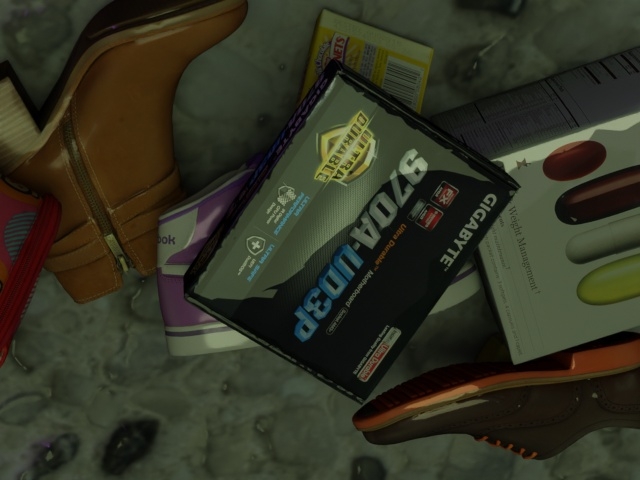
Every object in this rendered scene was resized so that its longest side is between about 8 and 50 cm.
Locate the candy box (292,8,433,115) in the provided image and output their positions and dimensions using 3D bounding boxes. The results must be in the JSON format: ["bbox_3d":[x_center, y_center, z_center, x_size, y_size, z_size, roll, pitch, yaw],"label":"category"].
[{"bbox_3d":[0.026,-0.086,1.261,0.105,0.027,0.206,18,68,-10],"label":"candy box"}]

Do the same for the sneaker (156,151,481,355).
[{"bbox_3d":[0.000,0.000,1.279,0.282,0.102,0.161,-7,92,-18],"label":"sneaker"}]

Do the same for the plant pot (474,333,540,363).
[{"bbox_3d":[0.183,0.133,1.408,0.081,0.081,0.083,2,99,-6],"label":"plant pot"}]

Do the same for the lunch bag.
[{"bbox_3d":[-0.330,0.094,1.206,0.120,0.258,0.293,29,135,-15],"label":"lunch bag"}]

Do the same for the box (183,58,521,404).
[{"bbox_3d":[0.022,-0.005,1.185,0.175,0.051,0.220,32,102,-15],"label":"box"}]

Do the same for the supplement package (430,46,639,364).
[{"bbox_3d":[0.226,-0.032,1.303,0.203,0.149,0.194,-18,113,3],"label":"supplement package"}]

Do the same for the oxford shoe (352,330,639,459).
[{"bbox_3d":[0.164,0.153,1.322,0.271,0.097,0.098,-11,96,-7],"label":"oxford shoe"}]

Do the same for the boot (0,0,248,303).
[{"bbox_3d":[-0.150,-0.081,1.273,0.283,0.109,0.220,-28,115,2],"label":"boot"}]
